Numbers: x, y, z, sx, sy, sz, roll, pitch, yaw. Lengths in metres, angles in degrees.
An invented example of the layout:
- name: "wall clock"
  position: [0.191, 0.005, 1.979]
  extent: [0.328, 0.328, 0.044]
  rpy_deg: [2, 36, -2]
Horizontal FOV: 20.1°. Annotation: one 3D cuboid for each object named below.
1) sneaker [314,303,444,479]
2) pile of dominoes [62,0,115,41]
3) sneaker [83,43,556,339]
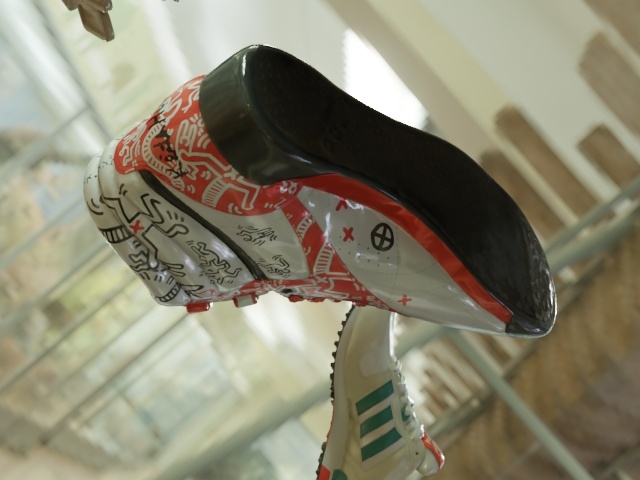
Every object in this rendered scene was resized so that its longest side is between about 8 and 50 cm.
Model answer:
- name: "sneaker"
  position: [0.044, 0.108, 1.107]
  extent: [0.075, 0.161, 0.057]
  rpy_deg: [12, 10, 14]
- name: "pile of dominoes"
  position: [-0.201, -0.290, 1.443]
  extent: [0.196, 0.040, 0.251]
  rpy_deg: [52, -24, 33]
- name: "sneaker"
  position: [-0.001, -0.001, 0.979]
  extent: [0.270, 0.145, 0.090]
  rpy_deg: [31, 44, -39]
